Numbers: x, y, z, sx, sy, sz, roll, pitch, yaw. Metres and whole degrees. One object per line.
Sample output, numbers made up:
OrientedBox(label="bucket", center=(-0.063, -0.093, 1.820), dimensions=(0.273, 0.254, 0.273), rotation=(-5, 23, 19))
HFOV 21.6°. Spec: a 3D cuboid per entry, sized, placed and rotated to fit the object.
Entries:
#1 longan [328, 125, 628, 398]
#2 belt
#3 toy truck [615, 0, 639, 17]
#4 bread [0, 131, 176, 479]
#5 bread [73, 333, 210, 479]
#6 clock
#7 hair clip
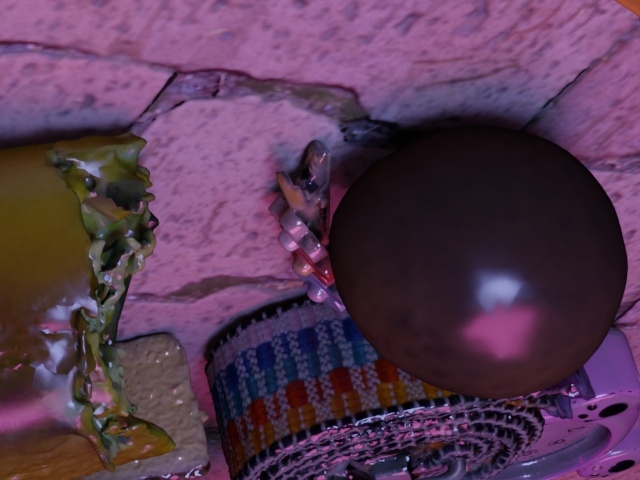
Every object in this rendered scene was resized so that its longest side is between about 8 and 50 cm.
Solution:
OrientedBox(label="longan", center=(0.116, 0.015, 1.168), dimensions=(0.220, 0.196, 0.196), rotation=(13, 142, -43))
OrientedBox(label="belt", center=(0.059, 0.143, 1.404), dimensions=(0.295, 0.160, 0.207), rotation=(-7, 151, -11))
OrientedBox(label="toy truck", center=(0.154, -0.193, 0.866), dimensions=(0.114, 0.135, 0.270), rotation=(-31, 147, 30))
OrientedBox(label="bread", center=(-0.286, 0.072, 1.097), dimensions=(0.376, 0.208, 0.251), rotation=(-7, 147, -5))
OrientedBox(label="bread", center=(-0.206, 0.189, 1.396), dimensions=(0.240, 0.135, 0.178), rotation=(-14, 152, -5))
OrientedBox(label="clock", center=(0.183, 0.172, 1.591), dimensions=(0.248, 0.090, 0.227), rotation=(-15, 152, 6))
OrientedBox(label="hair clip", center=(-0.005, 0.004, 1.235), dimensions=(0.056, 0.062, 0.214), rotation=(-42, 154, -18))
